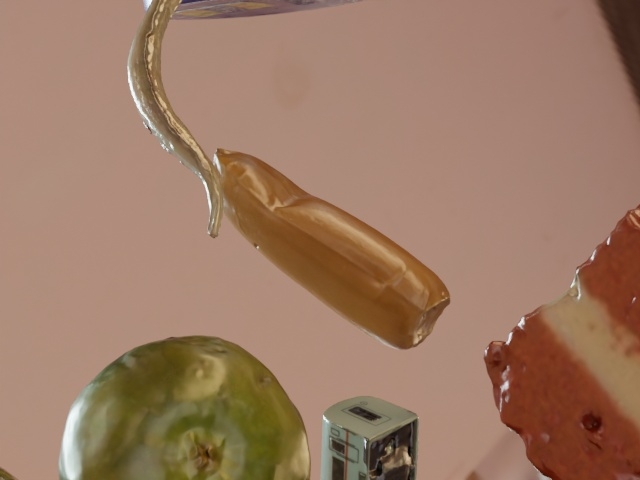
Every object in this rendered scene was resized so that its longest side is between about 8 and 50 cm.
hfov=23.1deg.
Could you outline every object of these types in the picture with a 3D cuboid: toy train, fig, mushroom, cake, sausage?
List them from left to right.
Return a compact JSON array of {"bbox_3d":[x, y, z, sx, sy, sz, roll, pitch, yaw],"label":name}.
[{"bbox_3d":[-0.131,0.185,1.413,0.233,0.233,0.314,50,178,-19],"label":"fig"},{"bbox_3d":[-0.096,-0.125,1.086,0.068,0.306,0.043,-10,139,13],"label":"mushroom"},{"bbox_3d":[-0.002,0.004,1.966,0.354,0.116,0.134,36,-153,15],"label":"sausage"},{"bbox_3d":[0.040,0.367,1.660,0.088,0.086,0.407,18,115,38],"label":"toy train"},{"bbox_3d":[0.329,0.078,1.145,0.270,0.319,0.269,48,-156,13],"label":"cake"}]

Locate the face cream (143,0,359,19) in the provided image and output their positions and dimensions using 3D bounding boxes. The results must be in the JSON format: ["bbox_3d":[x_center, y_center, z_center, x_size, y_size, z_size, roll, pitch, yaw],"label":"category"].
[{"bbox_3d":[-0.051,-0.249,1.309,0.206,0.205,0.111,179,85,-68],"label":"face cream"}]

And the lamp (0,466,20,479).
[{"bbox_3d":[-0.322,0.270,1.425,0.156,0.135,0.157,29,173,25],"label":"lamp"}]
